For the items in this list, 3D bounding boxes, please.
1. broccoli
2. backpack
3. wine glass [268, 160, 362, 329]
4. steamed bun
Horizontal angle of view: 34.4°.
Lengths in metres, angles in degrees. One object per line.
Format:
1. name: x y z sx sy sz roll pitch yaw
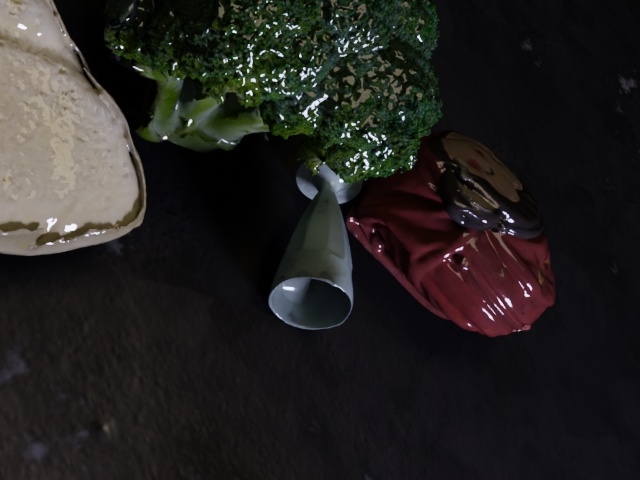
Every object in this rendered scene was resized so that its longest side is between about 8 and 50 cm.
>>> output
1. broccoli: -0.038 -0.181 0.840 0.303 0.283 0.321 38 41 -12
2. backpack: 0.142 -0.002 1.011 0.229 0.139 0.229 41 24 -22
3. wine glass: 0.000 0.000 0.920 0.073 0.073 0.155 33 41 -23
4. steamed bun: -0.240 -0.093 0.720 0.231 0.110 0.213 7 76 -44
